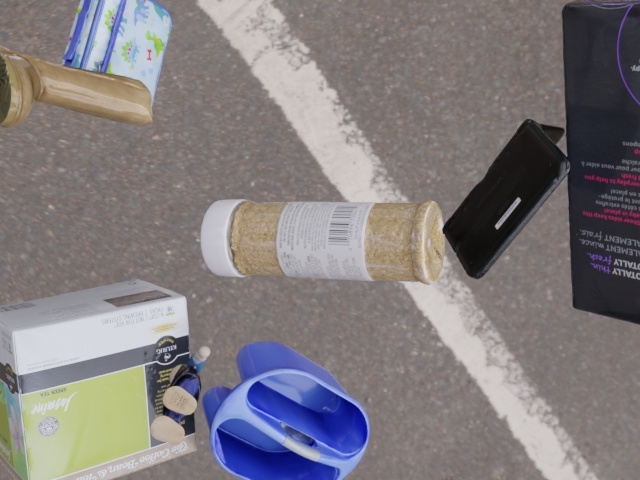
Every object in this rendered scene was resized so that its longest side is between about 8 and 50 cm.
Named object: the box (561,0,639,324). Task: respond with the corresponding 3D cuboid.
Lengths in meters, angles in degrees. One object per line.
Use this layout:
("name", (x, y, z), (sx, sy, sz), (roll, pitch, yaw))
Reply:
("box", (0.306, -0.072, 0.640), (0.143, 0.165, 0.271), (-29, 120, -38))

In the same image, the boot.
("boot", (-0.379, -0.224, 1.212), (0.269, 0.236, 0.089), (10, 119, -40))

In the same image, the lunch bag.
("lunch bag", (-0.373, -0.348, 1.442), (0.176, 0.090, 0.219), (21, 83, -52))

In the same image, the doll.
("doll", (-0.175, 0.192, 1.000), (0.046, 0.189, 0.129), (24, 90, -7))

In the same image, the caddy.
("caddy", (-0.064, 0.352, 1.505), (0.341, 0.179, 0.241), (35, 95, -31))

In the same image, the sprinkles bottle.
("sprinkles bottle", (0.000, 0.000, 1.173), (0.121, 0.355, 0.121), (2, 90, -67))

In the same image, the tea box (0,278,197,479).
("tea box", (-0.435, 0.269, 1.495), (0.329, 0.220, 0.324), (-9, 102, -37))

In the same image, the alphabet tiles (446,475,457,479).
("alphabet tiles", (0.175, 0.313, 0.666), (0.009, 0.237, 0.198), (-24, 99, -13))

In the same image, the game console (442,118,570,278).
("game console", (0.167, -0.033, 0.658), (0.071, 0.107, 0.122), (20, 118, -27))
